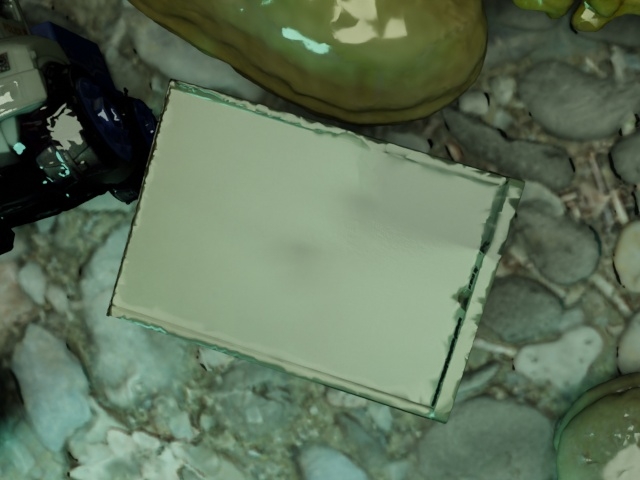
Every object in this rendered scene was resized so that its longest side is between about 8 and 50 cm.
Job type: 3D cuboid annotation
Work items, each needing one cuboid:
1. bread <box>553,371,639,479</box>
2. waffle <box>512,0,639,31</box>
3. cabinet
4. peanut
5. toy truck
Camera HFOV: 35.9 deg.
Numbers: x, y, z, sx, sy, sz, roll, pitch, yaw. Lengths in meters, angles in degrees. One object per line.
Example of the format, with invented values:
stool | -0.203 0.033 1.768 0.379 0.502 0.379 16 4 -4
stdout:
bread | 0.226 0.200 0.645 0.183 0.102 0.337 21 97 3
waffle | 0.206 -0.263 0.590 0.282 0.058 0.300 11 87 -8
cabinet | 0.000 0.000 0.622 0.206 0.150 0.145 17 97 4
peanut | -0.045 -0.196 0.605 0.340 0.158 0.174 29 116 5
toy truck | -0.199 -0.088 0.604 0.161 0.213 0.176 -20 89 6
